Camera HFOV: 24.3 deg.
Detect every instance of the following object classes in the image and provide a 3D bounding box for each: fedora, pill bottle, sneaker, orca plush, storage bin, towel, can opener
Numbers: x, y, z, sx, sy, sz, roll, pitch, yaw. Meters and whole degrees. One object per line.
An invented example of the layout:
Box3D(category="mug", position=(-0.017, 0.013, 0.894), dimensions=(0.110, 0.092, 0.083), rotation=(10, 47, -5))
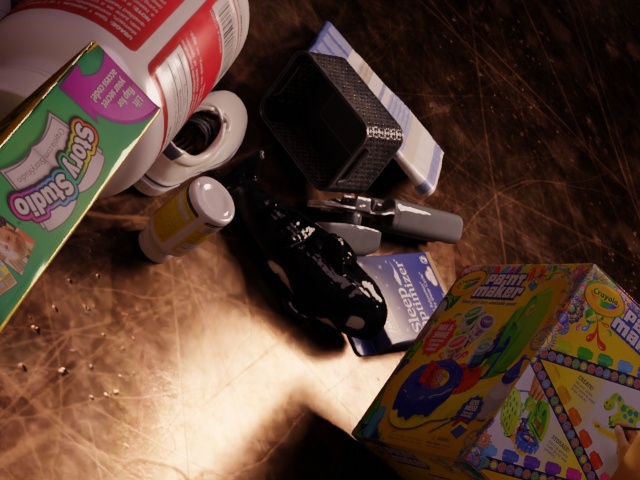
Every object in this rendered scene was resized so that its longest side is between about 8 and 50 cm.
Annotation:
Box3D(category="fedora", position=(0.450, 0.318, 2.151), dimensions=(0.194, 0.079, 0.194), rotation=(-27, 125, -49))
Box3D(category="pill bottle", position=(-0.252, -0.192, 1.678), dimensions=(0.229, 0.229, 0.407), rotation=(46, 38, -12))
Box3D(category="sneaker", position=(-0.147, -0.135, 1.882), dimensions=(0.094, 0.091, 0.258), rotation=(50, 34, -7))
Box3D(category="orca plush", position=(0.000, 0.000, 1.913), dimensions=(0.151, 0.102, 0.287), rotation=(-27, 84, -43))
Box3D(category="pill bottle", position=(-0.161, -0.021, 1.746), dimensions=(0.065, 0.116, 0.065), rotation=(32, 40, -31))
Box3D(category="storage bin", position=(0.014, -0.163, 2.045), dimensions=(0.084, 0.122, 0.180), rotation=(1, 44, -50))
Box3D(category="towel", position=(0.081, -0.197, 2.225), dimensions=(0.285, 0.034, 0.209), rotation=(47, 19, -11))
Box3D(category="can opener", position=(0.091, -0.013, 2.108), dimensions=(0.283, 0.076, 0.095), rotation=(12, 85, -46))

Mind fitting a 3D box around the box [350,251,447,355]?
Box3D(category="box", position=(0.105, 0.086, 2.052), dimensions=(0.225, 0.036, 0.136), rotation=(-4, 64, -50))

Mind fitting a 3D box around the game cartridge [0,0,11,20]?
Box3D(category="game cartridge", position=(-0.513, -0.364, 1.669), dimensions=(0.355, 0.068, 0.230), rotation=(22, 42, -39))

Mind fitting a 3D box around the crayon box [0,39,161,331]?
Box3D(category="crayon box", position=(-0.334, 0.013, 1.331), dimensions=(0.106, 0.313, 0.363), rotation=(45, 35, -15))

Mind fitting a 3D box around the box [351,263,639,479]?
Box3D(category="box", position=(0.235, 0.188, 1.800), dimensions=(0.177, 0.290, 0.279), rotation=(42, 72, -18))
